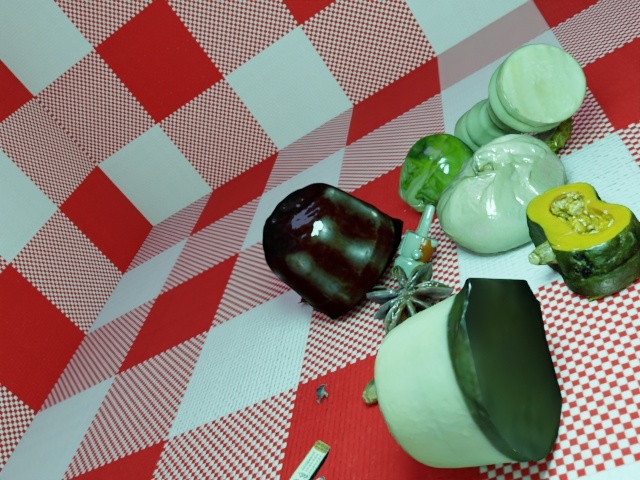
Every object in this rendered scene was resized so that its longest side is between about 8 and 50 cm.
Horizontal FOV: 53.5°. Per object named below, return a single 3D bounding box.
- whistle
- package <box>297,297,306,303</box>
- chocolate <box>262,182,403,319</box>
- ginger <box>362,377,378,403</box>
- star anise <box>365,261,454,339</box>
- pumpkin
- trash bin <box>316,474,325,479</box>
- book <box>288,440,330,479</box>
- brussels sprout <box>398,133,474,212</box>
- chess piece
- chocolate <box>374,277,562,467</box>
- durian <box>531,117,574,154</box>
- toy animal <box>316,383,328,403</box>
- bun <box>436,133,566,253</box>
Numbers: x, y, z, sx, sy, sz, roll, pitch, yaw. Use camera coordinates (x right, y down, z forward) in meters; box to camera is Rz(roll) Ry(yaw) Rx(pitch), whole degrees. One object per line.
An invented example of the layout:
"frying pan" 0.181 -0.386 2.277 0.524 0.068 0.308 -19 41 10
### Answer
"whistle" 0.266 0.023 1.753 0.101 0.105 0.254 28 103 60
"package" -0.002 0.134 2.090 0.083 0.022 0.200 -15 31 42
"chocolate" 0.000 0.000 1.855 0.384 0.331 0.384 -51 13 16
"ginger" 0.187 0.314 1.456 0.214 0.059 0.133 -35 19 3
"star anise" 0.219 0.152 1.634 0.229 0.093 0.237 9 68 34
"pumpkin" 0.559 -0.001 1.398 0.221 0.139 0.317 -32 26 8
"trash bin" 0.087 0.556 0.962 0.367 0.256 0.296 -6 37 41
"book" -0.138 0.581 1.132 0.428 0.039 0.300 -41 -20 -51
"brussels sprout" 0.353 -0.203 1.964 0.210 0.219 0.271 -1 -42 -52
"chess piece" 0.538 -0.371 1.827 0.234 0.234 0.442 -43 0 -12
"chocolate" 0.243 0.248 1.171 0.296 0.327 0.314 -15 -12 38
"durian" 0.656 -0.280 1.852 0.224 0.078 0.140 -42 20 58
"toy animal" 0.004 0.390 1.614 0.028 0.050 0.084 -3 -10 5
"bun" 0.464 -0.137 1.682 0.360 0.213 0.361 -29 25 15
